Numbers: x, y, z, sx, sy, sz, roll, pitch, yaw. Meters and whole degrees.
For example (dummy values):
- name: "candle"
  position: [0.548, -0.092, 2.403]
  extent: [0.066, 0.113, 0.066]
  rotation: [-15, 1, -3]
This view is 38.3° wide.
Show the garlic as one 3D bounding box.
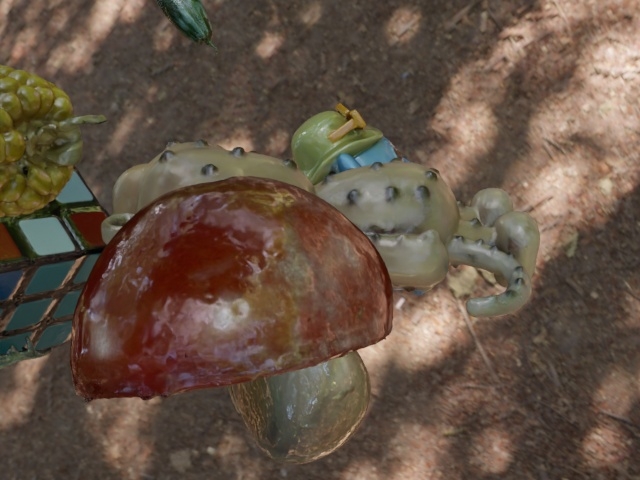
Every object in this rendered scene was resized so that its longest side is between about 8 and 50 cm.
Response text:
- name: "garlic"
  position: [-0.017, 0.121, 0.870]
  extent: [0.129, 0.148, 0.267]
  rotation: [-75, 6, -45]

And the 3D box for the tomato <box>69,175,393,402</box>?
- name: "tomato"
  position: [-0.042, 0.017, 0.437]
  extent: [0.139, 0.159, 0.091]
  rotation: [-9, 88, 36]

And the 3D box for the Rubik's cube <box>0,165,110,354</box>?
- name: "Rubik's cube"
  position: [-0.304, 0.008, 0.839]
  extent: [0.163, 0.162, 0.161]
  rotation: [52, 125, 21]

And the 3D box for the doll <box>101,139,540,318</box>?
- name: "doll"
  position: [0.001, -0.001, 0.593]
  extent: [0.277, 0.119, 0.154]
  rotation: [3, 23, -3]

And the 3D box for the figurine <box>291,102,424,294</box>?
- name: "figurine"
  position: [0.059, -0.053, 1.182]
  extent: [0.153, 0.262, 0.180]
  rotation: [-20, 37, 22]

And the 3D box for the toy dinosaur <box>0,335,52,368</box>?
- name: "toy dinosaur"
  position: [-0.309, 0.124, 0.745]
  extent: [0.082, 0.208, 0.039]
  rotation: [50, 140, 16]

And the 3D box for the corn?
- name: "corn"
  position: [-0.290, -0.069, 0.584]
  extent: [0.310, 0.101, 0.102]
  rotation: [6, 68, 11]

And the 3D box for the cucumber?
- name: "cucumber"
  position: [-0.149, -0.246, 0.903]
  extent: [0.039, 0.039, 0.168]
  rotation: [-40, 71, 12]
